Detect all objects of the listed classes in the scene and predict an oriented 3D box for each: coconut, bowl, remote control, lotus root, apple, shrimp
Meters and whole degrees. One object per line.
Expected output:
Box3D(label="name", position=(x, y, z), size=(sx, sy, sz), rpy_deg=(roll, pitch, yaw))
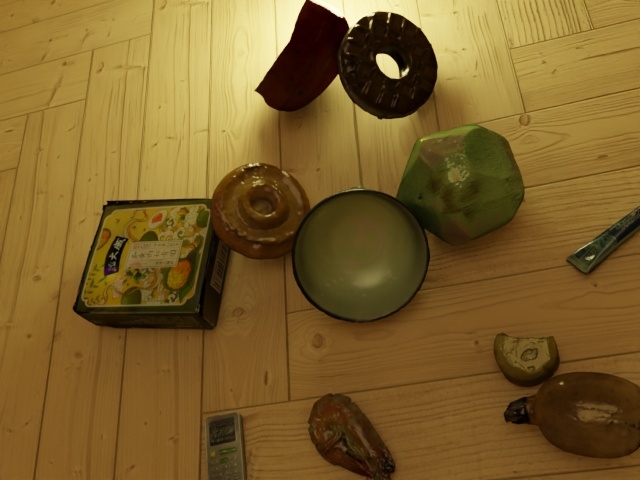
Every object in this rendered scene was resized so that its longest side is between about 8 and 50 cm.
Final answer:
Box3D(label="coconut", position=(0.354, -0.144, 1.834), size=(0.328, 0.281, 0.328), rpy_deg=(0, 98, 3))
Box3D(label="bowl", position=(0.100, 0.020, 1.839), size=(0.354, 0.354, 0.185), rpy_deg=(-22, 15, 6))
Box3D(label="remote control", position=(-0.241, 0.568, 1.784), size=(0.103, 0.034, 0.250), rpy_deg=(-14, 59, 11))
Box3D(label="lotus root", position=(0.566, 0.381, 1.547), size=(0.310, 0.183, 0.182), rpy_deg=(0, 63, 25))
Box3D(label="apple", position=(-0.069, -0.580, 2.173), size=(0.295, 0.329, 0.365), rpy_deg=(41, 101, 33))
Box3D(label="shrimp", position=(0.079, 0.502, 1.703), size=(0.154, 0.062, 0.294), rpy_deg=(-49, 56, 3))

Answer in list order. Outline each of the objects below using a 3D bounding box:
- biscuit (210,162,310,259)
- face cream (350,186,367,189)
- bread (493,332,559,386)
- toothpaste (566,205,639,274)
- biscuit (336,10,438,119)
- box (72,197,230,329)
Box3D(label="biscuit", position=(-0.167, -0.089, 2.002), size=(0.296, 0.102, 0.296), rpy_deg=(6, 66, -15))
Box3D(label="face cream", position=(0.092, -0.056, 1.997), size=(0.084, 0.057, 0.198), rpy_deg=(12, 69, 16))
Box3D(label="bread", position=(0.487, 0.282, 1.669), size=(0.156, 0.086, 0.125), rpy_deg=(4, 71, 24))
Box3D(label="toothpaste", position=(0.749, -0.013, 1.766), size=(0.268, 0.047, 0.069), rpy_deg=(-38, 71, 0))
Box3D(label="biscuit", position=(0.202, -0.524, 2.092), size=(0.332, 0.103, 0.332), rpy_deg=(3, 80, -20))
Box3D(label="box", position=(-0.481, 0.066, 2.072), size=(0.420, 0.138, 0.373), rpy_deg=(-1, 63, 18))
